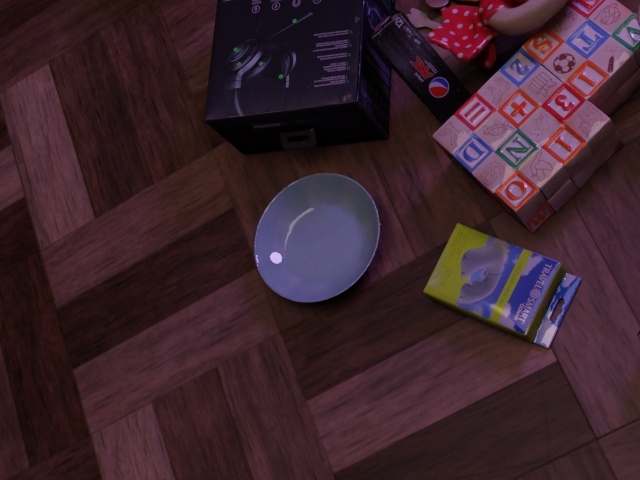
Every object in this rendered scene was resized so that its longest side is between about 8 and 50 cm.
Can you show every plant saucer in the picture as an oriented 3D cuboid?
[{"bbox_3d":[0.000,0.000,1.687,0.195,0.037,0.195,-9,67,23],"label":"plant saucer"}]

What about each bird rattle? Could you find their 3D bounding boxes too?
[{"bbox_3d":[0.266,-0.348,1.604,0.253,0.143,0.207,-53,25,-12],"label":"bird rattle"}]

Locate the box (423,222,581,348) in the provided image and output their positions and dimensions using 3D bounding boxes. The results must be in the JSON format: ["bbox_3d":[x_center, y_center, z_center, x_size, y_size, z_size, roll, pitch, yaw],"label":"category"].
[{"bbox_3d":[0.236,0.058,1.551,0.178,0.042,0.109,23,82,31],"label":"box"}]

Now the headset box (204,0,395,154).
[{"bbox_3d":[-0.026,-0.272,1.750,0.246,0.131,0.283,-5,68,23],"label":"headset box"}]

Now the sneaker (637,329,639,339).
[{"bbox_3d":[0.522,0.075,1.393,0.283,0.110,0.122,-37,77,11],"label":"sneaker"}]

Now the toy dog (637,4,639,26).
[{"bbox_3d":[0.510,-0.353,1.503,0.161,0.220,0.333,-17,71,41],"label":"toy dog"}]

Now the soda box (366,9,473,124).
[{"bbox_3d":[0.140,-0.238,1.645,0.060,0.169,0.053,-41,15,5],"label":"soda box"}]

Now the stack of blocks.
[{"bbox_3d":[0.319,-0.177,1.577,0.297,0.087,0.171,-46,59,3],"label":"stack of blocks"}]

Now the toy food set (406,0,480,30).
[{"bbox_3d":[0.210,-0.389,1.739,0.132,0.038,0.192,28,84,31],"label":"toy food set"}]
